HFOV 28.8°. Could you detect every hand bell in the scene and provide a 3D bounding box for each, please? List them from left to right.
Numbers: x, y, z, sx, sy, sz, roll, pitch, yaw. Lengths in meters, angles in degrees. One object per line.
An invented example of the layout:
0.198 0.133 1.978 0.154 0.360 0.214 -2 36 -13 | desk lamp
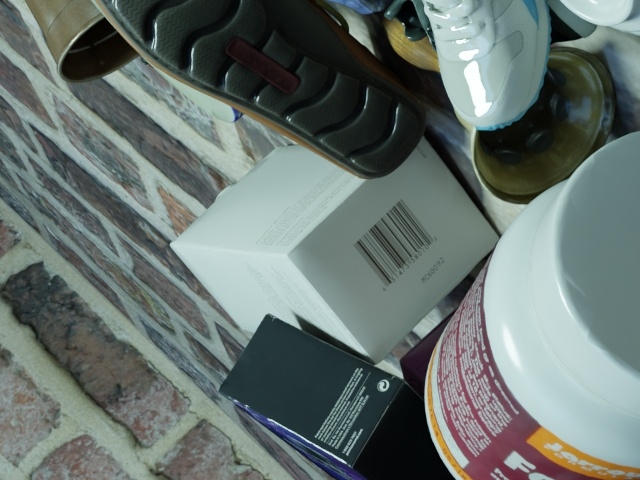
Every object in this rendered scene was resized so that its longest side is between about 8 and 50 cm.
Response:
0.114 -0.136 1.014 0.242 0.126 0.126 45 165 51 | hand bell

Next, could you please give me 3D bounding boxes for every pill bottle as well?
0.219 0.081 0.960 0.224 0.224 0.392 46 162 12 | pill bottle

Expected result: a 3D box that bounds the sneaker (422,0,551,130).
0.088 -0.183 0.812 0.087 0.092 0.228 -1 100 48 | sneaker

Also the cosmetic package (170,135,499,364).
0.000 0.000 1.358 0.155 0.197 0.365 51 164 -16 | cosmetic package

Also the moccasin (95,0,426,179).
-0.065 -0.198 1.108 0.380 0.139 0.147 26 -162 -29 | moccasin

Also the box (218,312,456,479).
0.043 0.198 1.285 0.184 0.103 0.261 26 167 38 | box

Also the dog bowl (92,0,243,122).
-0.144 -0.248 1.276 0.265 0.104 0.265 43 172 8 | dog bowl

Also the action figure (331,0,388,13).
-0.060 -0.325 0.910 0.330 0.178 0.341 31 180 33 | action figure

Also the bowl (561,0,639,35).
0.186 -0.182 0.755 0.170 0.080 0.170 43 161 19 | bowl

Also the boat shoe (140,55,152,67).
-0.217 -0.243 1.636 0.133 0.042 0.049 44 159 13 | boat shoe

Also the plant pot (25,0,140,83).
-0.289 -0.305 1.509 0.165 0.167 0.167 54 163 9 | plant pot

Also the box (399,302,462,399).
0.223 0.222 1.399 0.243 0.117 0.213 37 158 33 | box

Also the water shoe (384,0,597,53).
0.121 -0.160 0.908 0.073 0.080 0.203 36 180 -31 | water shoe
